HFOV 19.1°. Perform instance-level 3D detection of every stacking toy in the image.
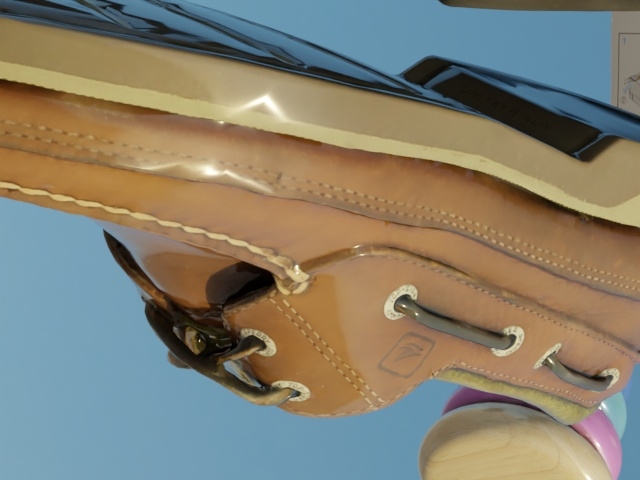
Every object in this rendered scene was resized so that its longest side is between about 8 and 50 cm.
[{"bbox_3d":[0.182,0.065,1.413,0.141,0.330,0.141,14,-42,13],"label":"stacking toy"}]

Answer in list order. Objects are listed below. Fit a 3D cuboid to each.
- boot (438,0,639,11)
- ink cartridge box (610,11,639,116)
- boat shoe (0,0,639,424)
[{"bbox_3d":[0.218,-0.190,0.689,0.367,0.445,0.146,-111,-155,-56],"label":"boot"},{"bbox_3d":[0.319,-0.057,1.214,0.296,0.066,0.261,7,-84,40],"label":"ink cartridge box"},{"bbox_3d":[0.000,0.000,0.519,0.111,0.307,0.104,33,-72,49],"label":"boat shoe"}]
